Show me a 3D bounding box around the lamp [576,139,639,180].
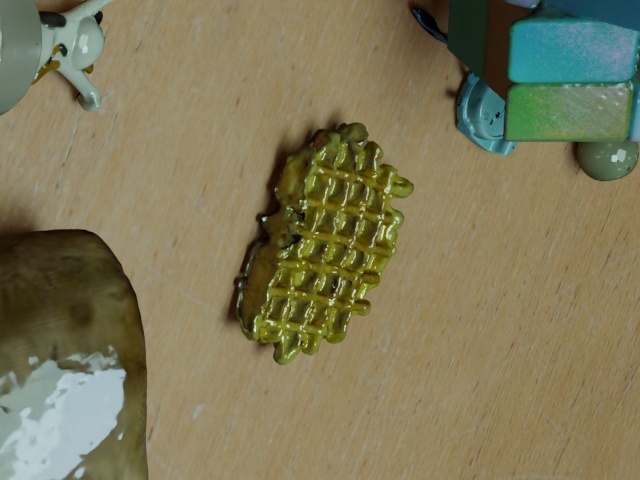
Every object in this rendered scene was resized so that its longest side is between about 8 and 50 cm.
[{"bbox_3d":[0.412,-0.170,2.205,0.091,0.091,0.163,-28,108,-34],"label":"lamp"}]

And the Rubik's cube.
[{"bbox_3d":[0.338,-0.296,1.811,0.368,0.358,0.387,9,118,-40],"label":"Rubik's cube"}]

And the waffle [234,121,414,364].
[{"bbox_3d":[-0.001,0.000,1.874,0.309,0.065,0.283,-42,133,-29],"label":"waffle"}]

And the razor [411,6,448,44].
[{"bbox_3d":[0.166,-0.269,1.953,0.155,0.044,0.028,16,120,-44],"label":"razor"}]

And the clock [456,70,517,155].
[{"bbox_3d":[0.227,-0.185,2.035,0.147,0.045,0.108,26,86,-46],"label":"clock"}]

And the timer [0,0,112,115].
[{"bbox_3d":[-0.293,-0.195,1.470,0.266,0.175,0.175,-8,112,-60],"label":"timer"}]

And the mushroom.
[{"bbox_3d":[-0.371,0.171,1.462,0.397,0.224,0.313,-11,116,-41],"label":"mushroom"}]
